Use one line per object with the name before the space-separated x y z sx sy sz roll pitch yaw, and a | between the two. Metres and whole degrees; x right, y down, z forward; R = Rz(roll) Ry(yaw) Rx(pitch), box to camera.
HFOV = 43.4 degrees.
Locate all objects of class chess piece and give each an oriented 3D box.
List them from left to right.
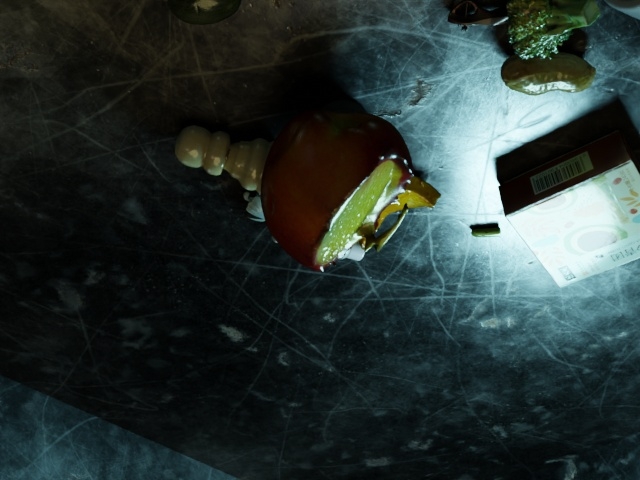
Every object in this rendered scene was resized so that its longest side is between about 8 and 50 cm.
chess piece | -0.236 -0.216 2.027 0.261 0.142 0.142 17 135 -8

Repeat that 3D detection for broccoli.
broccoli | 0.495 -0.481 1.680 0.194 0.194 0.219 -12 114 12

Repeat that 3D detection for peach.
peach | 0.027 -0.142 1.895 0.335 0.310 0.405 -20 148 -37

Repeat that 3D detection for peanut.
peanut | 0.527 -0.387 1.867 0.226 0.095 0.108 -1 153 -5

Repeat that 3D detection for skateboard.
skateboard | 0.357 -0.501 1.766 0.152 0.067 0.080 1 128 4

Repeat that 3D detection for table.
table | 0.056 -0.286 2.004 0.134 0.043 0.133 -1 137 -1

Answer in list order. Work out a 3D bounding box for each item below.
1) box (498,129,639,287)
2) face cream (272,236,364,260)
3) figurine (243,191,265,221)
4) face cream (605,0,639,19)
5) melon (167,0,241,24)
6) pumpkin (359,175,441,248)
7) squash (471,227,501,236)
box | 0.728 -0.072 2.190 0.345 0.122 0.385 -26 132 24
face cream | 0.000 0.000 2.288 0.269 0.081 0.082 16 135 -18
figurine | -0.162 -0.099 2.194 0.095 0.082 0.086 -22 122 -14
face cream | 0.720 -0.536 1.545 0.357 0.312 0.219 -9 140 -21
melon | -0.251 -0.513 1.697 0.168 0.114 0.114 -3 137 3
pumpkin | 0.143 -0.113 2.158 0.290 0.095 0.258 -30 135 32
squash | 0.475 -0.023 2.311 0.083 0.027 0.027 -4 137 4
